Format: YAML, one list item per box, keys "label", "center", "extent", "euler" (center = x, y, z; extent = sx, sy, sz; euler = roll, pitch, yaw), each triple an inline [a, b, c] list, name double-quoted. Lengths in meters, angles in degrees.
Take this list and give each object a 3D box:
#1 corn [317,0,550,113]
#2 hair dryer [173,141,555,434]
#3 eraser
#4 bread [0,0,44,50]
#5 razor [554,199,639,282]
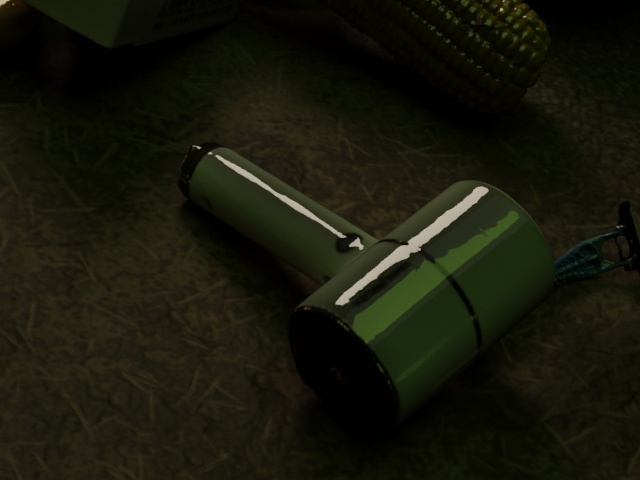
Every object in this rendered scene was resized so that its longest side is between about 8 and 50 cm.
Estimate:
- label: "corn"
  center: [0.074, -0.260, 1.716]
  extent: [0.344, 0.131, 0.131]
  euler: [35, 42, -3]
- label: "hair dryer"
  center: [0.000, 0.000, 1.452]
  extent: [0.203, 0.128, 0.362]
  euler: [-37, 51, -27]
- label: "eraser"
  center: [-0.174, -0.258, 1.642]
  extent: [0.124, 0.081, 0.279]
  euler: [31, 23, 13]
- label: "bread"
  center: [-0.315, -0.241, 1.637]
  extent: [0.114, 0.077, 0.189]
  euler: [0, 42, 6]
- label: "razor"
  center: [0.199, 0.038, 1.543]
  extent: [0.253, 0.042, 0.082]
  euler: [-21, 95, -34]
